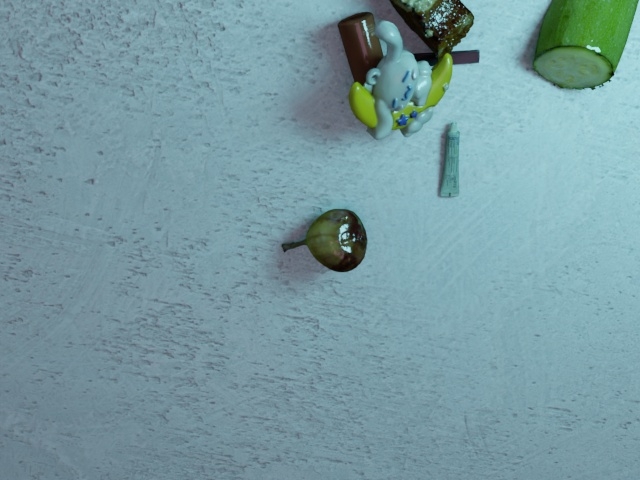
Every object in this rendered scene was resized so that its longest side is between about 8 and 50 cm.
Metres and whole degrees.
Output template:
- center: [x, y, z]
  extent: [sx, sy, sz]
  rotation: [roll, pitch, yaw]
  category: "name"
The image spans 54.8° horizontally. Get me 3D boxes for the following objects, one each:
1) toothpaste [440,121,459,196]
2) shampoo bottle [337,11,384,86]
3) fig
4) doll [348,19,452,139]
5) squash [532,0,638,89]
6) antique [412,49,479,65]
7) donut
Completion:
- center: [0.322, -0.197, 1.522]
  extent: [0.048, 0.029, 0.197]
  rotation: [-1, 120, 4]
  category: "toothpaste"
- center: [0.108, -0.385, 1.398]
  extent: [0.085, 0.085, 0.244]
  rotation: [-14, 118, 7]
  category: "shampoo bottle"
- center: [0.003, -0.001, 1.566]
  extent: [0.230, 0.143, 0.160]
  rotation: [1, 87, 8]
  category: "fig"
- center: [0.170, -0.329, 1.331]
  extent: [0.237, 0.111, 0.252]
  rotation: [5, 132, -29]
  category: "doll"
- center: [0.594, -0.492, 1.372]
  extent: [0.189, 0.189, 0.260]
  rotation: [19, 80, -9]
  category: "squash"
- center: [0.267, -0.416, 1.416]
  extent: [0.192, 0.015, 0.031]
  rotation: [-3, 118, 3]
  category: "antique"
- center: [0.232, -0.498, 1.325]
  extent: [0.126, 0.144, 0.186]
  rotation: [-40, 86, 10]
  category: "donut"
